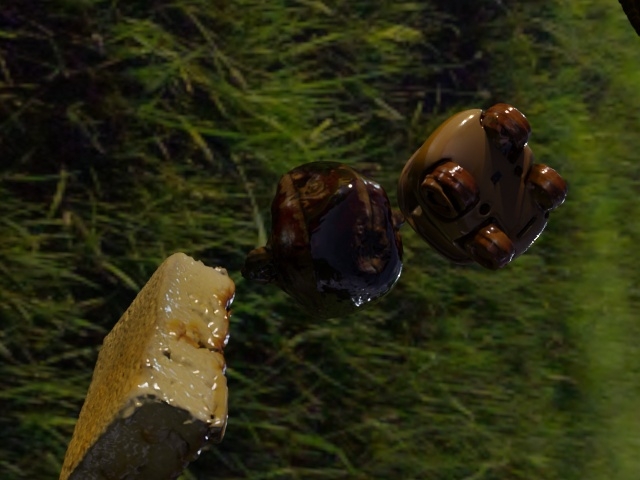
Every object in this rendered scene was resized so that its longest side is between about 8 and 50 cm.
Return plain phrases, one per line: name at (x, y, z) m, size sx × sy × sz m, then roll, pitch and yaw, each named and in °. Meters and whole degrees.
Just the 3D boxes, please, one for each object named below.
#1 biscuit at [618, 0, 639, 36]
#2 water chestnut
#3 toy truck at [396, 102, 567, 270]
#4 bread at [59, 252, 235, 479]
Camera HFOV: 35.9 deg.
biscuit at (0.688, -0.578, 1.954) m, size 0.359 × 0.046 × 0.359 m, roll -179°, pitch -90°, yaw -77°
water chestnut at (0.000, 0.000, 1.379) m, size 0.223 × 0.238 × 0.224 m, roll -11°, pitch 90°, yaw -83°
toy truck at (0.261, -0.081, 1.641) m, size 0.204 × 0.211 × 0.288 m, roll -47°, pitch 113°, yaw -14°
bread at (-0.176, 0.154, 1.070) m, size 0.185 × 0.114 × 0.275 m, roll -50°, pitch -160°, yaw 22°
